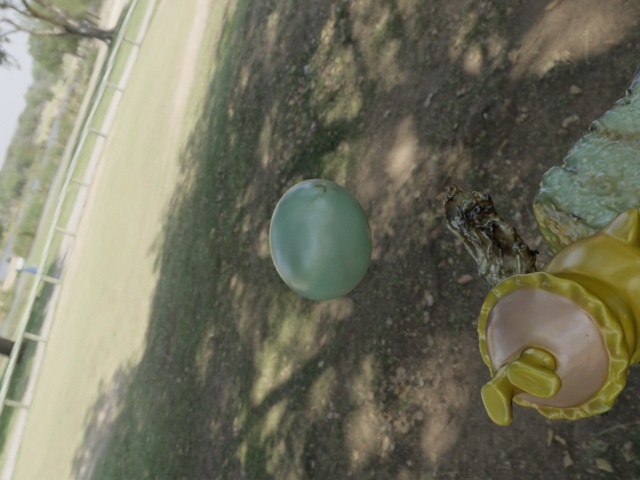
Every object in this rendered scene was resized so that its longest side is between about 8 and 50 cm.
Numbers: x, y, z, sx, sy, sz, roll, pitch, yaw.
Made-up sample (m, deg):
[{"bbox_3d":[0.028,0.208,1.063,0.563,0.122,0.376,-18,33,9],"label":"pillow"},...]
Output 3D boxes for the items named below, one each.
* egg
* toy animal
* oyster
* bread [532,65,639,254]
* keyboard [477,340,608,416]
[{"bbox_3d":[0.000,0.000,1.062,0.230,0.168,0.168,80,-175,-46],"label":"egg"},{"bbox_3d":[0.223,0.075,0.579,0.230,0.156,0.156,-32,-2,-43],"label":"toy animal"},{"bbox_3d":[0.364,0.052,1.215,0.111,0.396,0.204,-36,-1,17],"label":"oyster"},{"bbox_3d":[0.521,-0.077,0.924,0.395,0.264,0.239,-48,44,-11],"label":"bread"},{"bbox_3d":[0.329,0.206,0.955,0.087,0.251,0.017,10,71,55],"label":"keyboard"}]
